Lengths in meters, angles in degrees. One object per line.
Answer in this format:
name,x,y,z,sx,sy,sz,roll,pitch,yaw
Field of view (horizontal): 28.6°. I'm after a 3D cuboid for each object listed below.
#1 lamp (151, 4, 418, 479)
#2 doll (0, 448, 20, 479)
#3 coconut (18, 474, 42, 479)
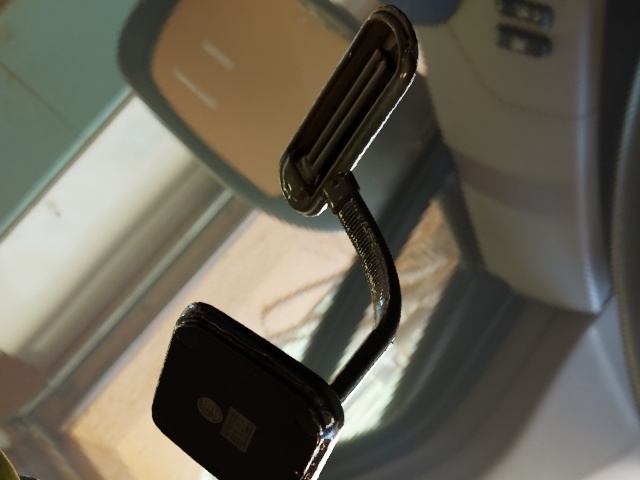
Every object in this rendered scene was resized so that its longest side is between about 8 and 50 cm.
lamp,0.007,0.001,0.770,0.125,0.283,0.203,23,136,2
doll,-0.188,0.034,0.311,0.291,0.117,0.086,38,156,-19
coconut,-0.270,0.351,1.005,0.323,0.323,0.323,42,-179,-1
